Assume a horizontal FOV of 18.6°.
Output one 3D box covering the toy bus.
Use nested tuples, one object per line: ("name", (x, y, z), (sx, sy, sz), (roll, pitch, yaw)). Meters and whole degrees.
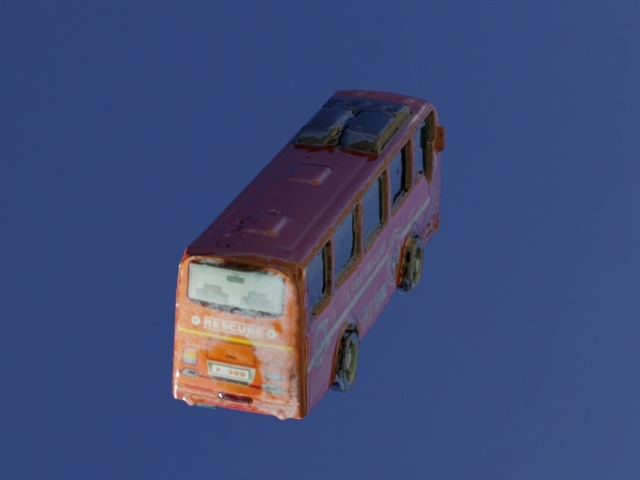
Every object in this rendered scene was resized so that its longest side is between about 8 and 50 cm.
("toy bus", (0.000, 0.000, 0.415), (0.110, 0.031, 0.043), (-53, -33, -62))
